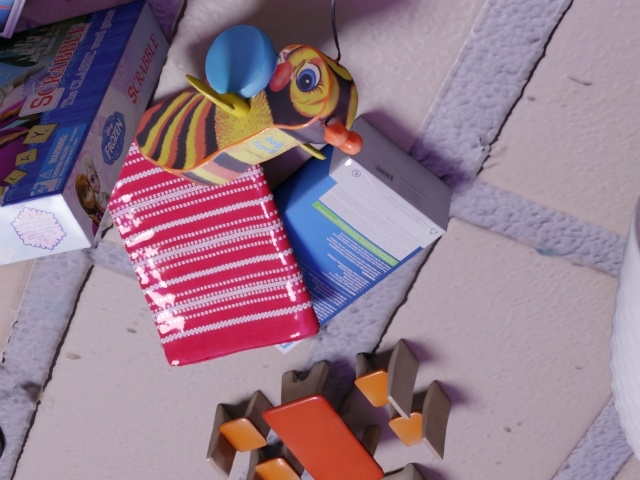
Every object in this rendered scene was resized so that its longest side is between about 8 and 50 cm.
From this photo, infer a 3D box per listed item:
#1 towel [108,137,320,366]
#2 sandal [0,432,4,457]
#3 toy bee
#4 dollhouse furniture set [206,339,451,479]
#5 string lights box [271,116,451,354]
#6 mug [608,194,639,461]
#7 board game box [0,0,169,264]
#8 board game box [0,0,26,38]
[{"bbox_3d":[-0.127,-0.006,1.693,0.199,0.031,0.275,-12,107,29],"label":"towel"},{"bbox_3d":[-0.448,0.217,2.012,0.067,0.040,0.179,-8,128,17],"label":"sandal"},{"bbox_3d":[-0.039,-0.129,1.507,0.195,0.162,0.298,3,141,-39],"label":"toy bee"},{"bbox_3d":[0.032,0.271,1.908,0.262,0.135,0.259,-22,123,26],"label":"dollhouse furniture set"},{"bbox_3d":[0.000,0.000,1.719,0.133,0.077,0.260,37,127,-20],"label":"string lights box"},{"bbox_3d":[0.467,0.098,1.621,0.374,0.276,0.328,-17,139,-15],"label":"mug"},{"bbox_3d":[-0.327,-0.086,1.546,0.318,0.318,0.066,-12,126,19],"label":"board game box"},{"bbox_3d":[-0.397,-0.331,1.514,0.305,0.053,0.193,23,126,-10],"label":"board game box"}]
